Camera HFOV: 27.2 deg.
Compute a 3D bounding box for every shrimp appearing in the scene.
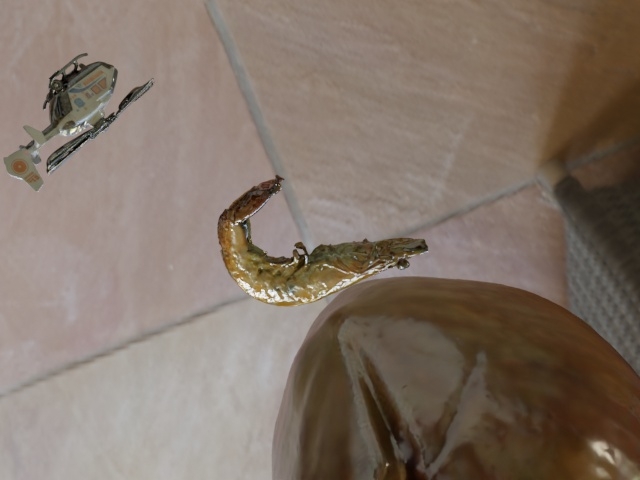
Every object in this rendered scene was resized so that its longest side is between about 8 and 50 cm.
[{"bbox_3d":[0.000,0.000,0.796,0.127,0.025,0.091,-7,123,10],"label":"shrimp"}]

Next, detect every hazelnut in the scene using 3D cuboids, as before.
[{"bbox_3d":[0.116,0.205,1.155,0.359,0.409,0.359,-2,104,-7],"label":"hazelnut"}]

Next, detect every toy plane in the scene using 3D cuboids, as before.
[{"bbox_3d":[-0.272,-0.136,1.434,0.078,0.197,0.053,41,149,2],"label":"toy plane"}]
